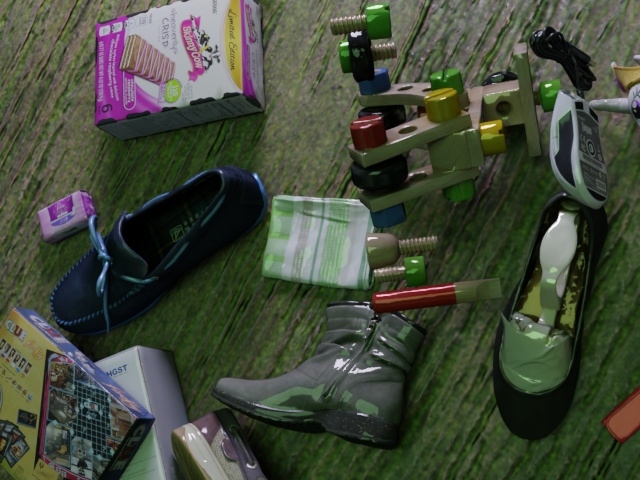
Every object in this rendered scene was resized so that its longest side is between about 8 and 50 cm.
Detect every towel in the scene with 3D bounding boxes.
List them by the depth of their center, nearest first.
[{"bbox_3d":[0.000,0.000,1.130,0.152,0.023,0.113,6,80,24],"label":"towel"}]

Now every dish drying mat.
[{"bbox_3d":[0.338,0.176,0.956,0.083,0.008,0.032,-45,67,8],"label":"dish drying mat"}]

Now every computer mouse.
[{"bbox_3d":[0.262,-0.122,0.952,0.042,0.106,0.193,-16,65,40],"label":"computer mouse"}]

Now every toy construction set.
[{"bbox_3d":[0.158,-0.086,0.986,0.237,0.257,0.309,-7,89,8],"label":"toy construction set"}]

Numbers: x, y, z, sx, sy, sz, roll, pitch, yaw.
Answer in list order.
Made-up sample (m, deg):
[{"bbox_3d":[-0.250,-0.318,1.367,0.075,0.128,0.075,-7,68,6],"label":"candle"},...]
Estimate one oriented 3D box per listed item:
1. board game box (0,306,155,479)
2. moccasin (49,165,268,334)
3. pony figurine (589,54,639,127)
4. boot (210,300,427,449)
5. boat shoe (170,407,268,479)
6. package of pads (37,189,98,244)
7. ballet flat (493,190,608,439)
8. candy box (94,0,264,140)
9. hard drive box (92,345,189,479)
[{"bbox_3d":[-0.336,0.217,1.119,0.243,0.042,0.165,35,94,26],"label":"board game box"},{"bbox_3d":[-0.234,-0.002,1.178,0.342,0.117,0.138,-38,67,12],"label":"moccasin"},{"bbox_3d":[0.420,-0.099,0.839,0.351,0.302,0.364,-34,47,42],"label":"pony figurine"},{"bbox_3d":[0.000,0.149,1.081,0.246,0.083,0.161,7,71,23],"label":"boot"},{"bbox_3d":[-0.065,0.319,1.051,0.092,0.103,0.285,-32,71,-24],"label":"boat shoe"},{"bbox_3d":[-0.361,-0.034,1.287,0.083,0.032,0.050,-25,72,17],"label":"package of pads"},{"bbox_3d":[0.238,0.074,0.972,0.095,0.096,0.281,10,83,24],"label":"ballet flat"},{"bbox_3d":[-0.195,-0.239,1.238,0.233,0.071,0.159,-9,75,21],"label":"candy box"},{"bbox_3d":[-0.257,0.274,1.145,0.181,0.089,0.232,-22,71,18],"label":"hard drive box"}]
